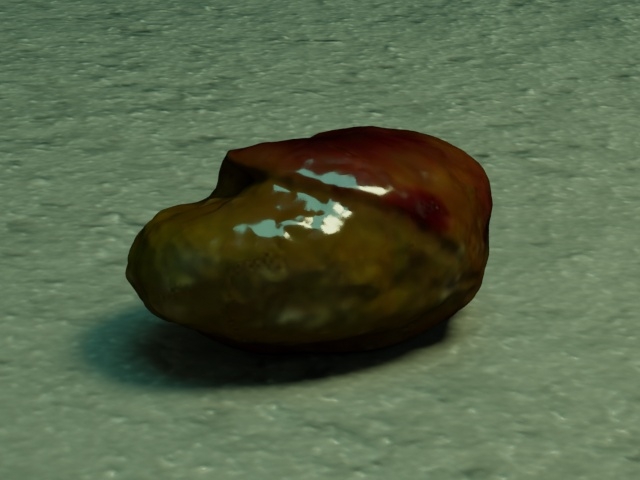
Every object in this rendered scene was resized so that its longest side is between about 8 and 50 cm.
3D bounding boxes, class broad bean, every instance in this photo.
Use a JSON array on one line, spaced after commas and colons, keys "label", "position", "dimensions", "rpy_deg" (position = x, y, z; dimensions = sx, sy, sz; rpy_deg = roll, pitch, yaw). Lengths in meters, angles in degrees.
[{"label": "broad bean", "position": [-0.001, -0.004, 0.919], "dimensions": [0.228, 0.122, 0.156], "rpy_deg": [-6, 24, -28]}]
